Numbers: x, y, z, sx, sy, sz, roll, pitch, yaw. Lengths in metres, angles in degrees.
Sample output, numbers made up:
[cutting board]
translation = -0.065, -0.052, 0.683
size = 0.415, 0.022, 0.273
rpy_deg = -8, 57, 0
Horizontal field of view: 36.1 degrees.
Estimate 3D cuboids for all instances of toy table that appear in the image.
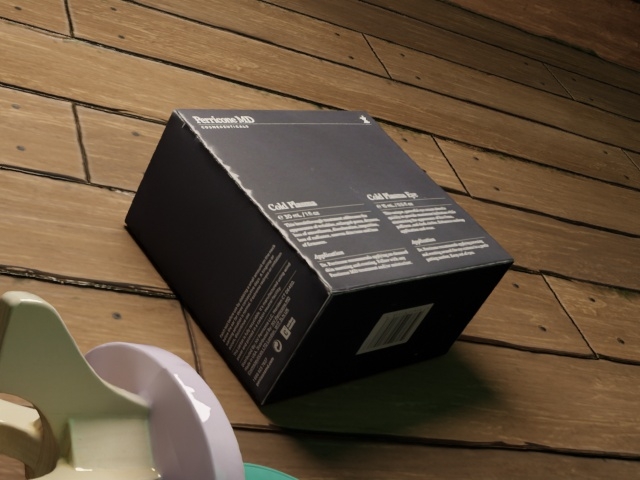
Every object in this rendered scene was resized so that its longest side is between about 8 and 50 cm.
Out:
[toy table]
translation = -0.195, 0.169, 0.751
size = 0.161, 0.252, 0.274
rpy_deg = 11, -4, -39

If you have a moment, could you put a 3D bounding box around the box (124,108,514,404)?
[box]
translation = 0.000, 0.000, 1.205
size = 0.343, 0.179, 0.312
rpy_deg = -6, 47, -46

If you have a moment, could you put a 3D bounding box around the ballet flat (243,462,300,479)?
[ballet flat]
translation = -0.002, 0.272, 0.880
size = 0.281, 0.096, 0.095
rpy_deg = 18, 37, -23
